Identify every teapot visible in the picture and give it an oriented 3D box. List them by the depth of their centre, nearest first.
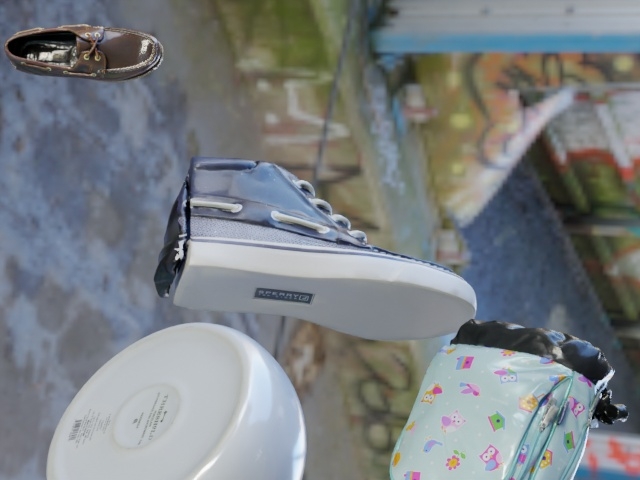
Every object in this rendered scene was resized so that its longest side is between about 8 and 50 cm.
[{"bbox_3d":[-0.109,0.216,1.283,0.256,0.252,0.187,-41,126,-9],"label":"teapot"}]

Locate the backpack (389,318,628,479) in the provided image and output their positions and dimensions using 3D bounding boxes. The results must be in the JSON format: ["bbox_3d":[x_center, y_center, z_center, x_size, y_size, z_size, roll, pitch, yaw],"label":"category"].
[{"bbox_3d":[0.130,0.153,1.087,0.115,0.152,0.182,47,60,-39],"label":"backpack"}]

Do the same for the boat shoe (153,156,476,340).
[{"bbox_3d":[0.000,0.000,1.502,0.127,0.340,0.158,119,-23,-52],"label":"boat shoe"}]

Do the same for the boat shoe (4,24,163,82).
[{"bbox_3d":[-0.315,-0.249,1.889,0.073,0.207,0.073,57,30,-81],"label":"boat shoe"}]
